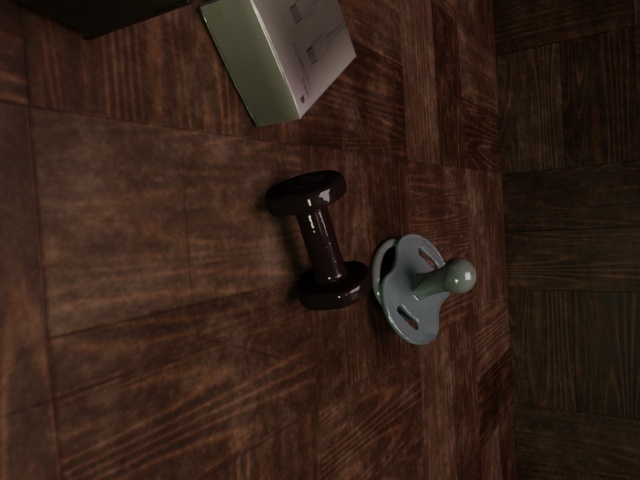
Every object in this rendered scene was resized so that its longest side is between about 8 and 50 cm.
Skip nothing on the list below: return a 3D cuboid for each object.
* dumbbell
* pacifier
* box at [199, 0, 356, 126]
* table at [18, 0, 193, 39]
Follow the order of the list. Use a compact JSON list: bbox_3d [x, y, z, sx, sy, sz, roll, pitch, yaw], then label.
[{"bbox_3d":[0.000,0.000,0.896,0.124,0.141,0.225,-54,133,-57],"label":"dumbbell"},{"bbox_3d":[0.250,0.088,1.207,0.238,0.226,0.287,49,45,-19],"label":"pacifier"},{"bbox_3d":[-0.057,-0.341,0.865,0.251,0.106,0.203,-56,134,-41],"label":"box"},{"bbox_3d":[-0.252,-0.325,0.498,0.193,0.173,0.168,5,83,-61],"label":"table"}]
